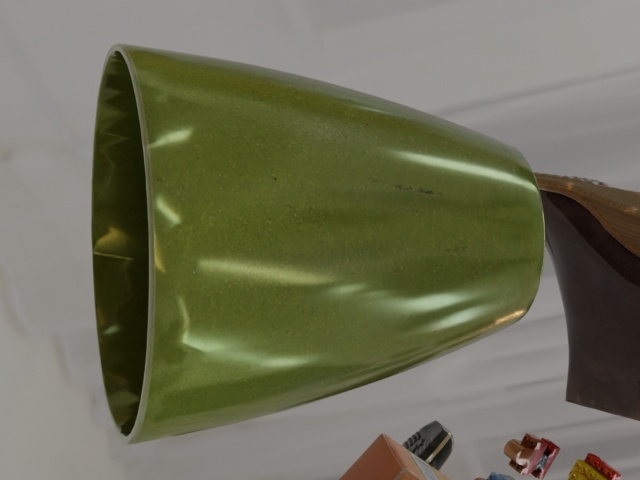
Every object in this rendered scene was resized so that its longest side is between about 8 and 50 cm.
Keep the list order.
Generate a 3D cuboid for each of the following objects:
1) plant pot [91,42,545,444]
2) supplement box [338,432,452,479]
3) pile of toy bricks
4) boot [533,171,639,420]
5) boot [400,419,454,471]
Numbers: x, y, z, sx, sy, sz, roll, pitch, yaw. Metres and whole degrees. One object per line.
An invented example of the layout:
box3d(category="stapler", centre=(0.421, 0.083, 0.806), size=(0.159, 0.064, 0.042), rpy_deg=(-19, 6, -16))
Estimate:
box3d(category="plant pot", centre=(0.000, 0.000, 0.993), size=(0.275, 0.293, 0.275), rpy_deg=(179, -90, -74))
box3d(category="supplement box", centre=(0.127, 0.286, 1.350), size=(0.233, 0.078, 0.080), rpy_deg=(39, 7, -23))
box3d(category="pile of toy bricks", centre=(0.139, 0.250, 1.114), size=(0.105, 0.212, 0.118), rpy_deg=(22, 10, -43))
box3d(category="boot", centre=(0.239, 0.047, 1.272), size=(0.090, 0.248, 0.207), rpy_deg=(1, 100, -54))
box3d(category="boot", centre=(0.112, 0.305, 1.483), size=(0.137, 0.198, 0.077), rpy_deg=(37, 5, -7))
